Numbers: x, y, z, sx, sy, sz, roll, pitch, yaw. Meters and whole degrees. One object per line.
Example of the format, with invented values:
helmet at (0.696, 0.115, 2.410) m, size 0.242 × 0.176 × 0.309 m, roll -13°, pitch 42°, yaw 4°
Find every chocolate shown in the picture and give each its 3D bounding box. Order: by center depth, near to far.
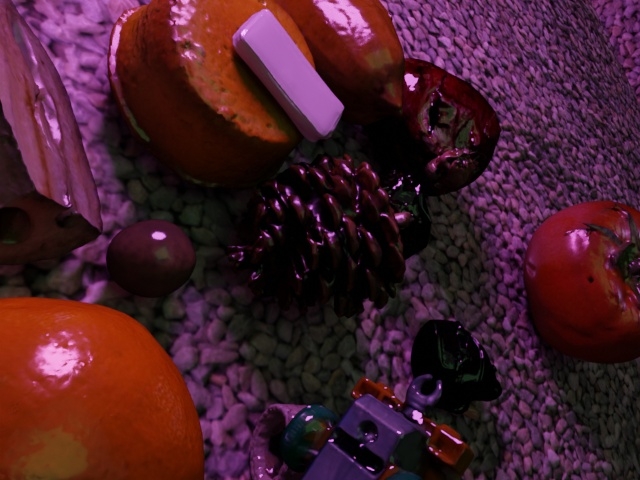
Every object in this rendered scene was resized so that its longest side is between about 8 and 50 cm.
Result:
chocolate at (0.088, -0.040, 1.070) m, size 0.133 × 0.156 × 0.156 m, roll -5°, pitch 75°, yaw -24°

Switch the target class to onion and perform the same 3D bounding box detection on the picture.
onion at (0.199, -0.212, 1.169) m, size 0.281 × 0.221 × 0.281 m, roll 40°, pitch 31°, yaw -31°

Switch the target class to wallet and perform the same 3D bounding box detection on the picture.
wallet at (-0.039, -0.220, 0.863) m, size 0.190 × 0.033 × 0.095 m, roll 51°, pitch 46°, yaw -22°

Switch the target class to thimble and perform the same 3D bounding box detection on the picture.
thimble at (-0.032, 0.278, 0.836) m, size 0.090 × 0.102 × 0.115 m, roll 20°, pitch 98°, yaw -34°

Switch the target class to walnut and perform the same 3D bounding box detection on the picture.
walnut at (0.034, -0.309, 1.043) m, size 0.209 × 0.209 × 0.336 m, roll -4°, pitch 49°, yaw -42°

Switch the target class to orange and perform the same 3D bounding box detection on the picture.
orange at (-0.251, 0.198, 0.544) m, size 0.312 × 0.312 × 0.312 m, roll 17°, pitch 62°, yaw -36°

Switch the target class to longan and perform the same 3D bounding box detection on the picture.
longan at (-0.215, 0.018, 0.795) m, size 0.106 × 0.106 × 0.119 m, roll -7°, pitch 38°, yaw -43°

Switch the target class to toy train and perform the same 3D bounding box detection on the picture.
toy train at (0.031, 0.353, 0.740) m, size 0.429 × 0.178 × 0.249 m, roll -54°, pitch 136°, yaw -11°

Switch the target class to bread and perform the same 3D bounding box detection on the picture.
bread at (-0.141, -0.221, 0.899) m, size 0.312 × 0.172 × 0.312 m, roll 17°, pitch 64°, yaw -38°

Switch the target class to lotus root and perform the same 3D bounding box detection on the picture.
lotus root at (-0.374, -0.127, 0.693) m, size 0.210 × 0.142 × 0.314 m, roll 29°, pitch 39°, yaw -77°

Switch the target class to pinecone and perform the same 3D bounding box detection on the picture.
pinecone at (0.002, -0.012, 0.906) m, size 0.257 × 0.243 × 0.243 m, roll 15°, pitch 61°, yaw -13°

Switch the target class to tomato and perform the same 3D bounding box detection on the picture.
tomato at (0.574, 0.092, 1.346) m, size 0.341 × 0.273 × 0.341 m, roll 9°, pitch 69°, yaw -24°

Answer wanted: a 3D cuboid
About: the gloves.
gloves at (0.251, 0.227, 1.111) m, size 0.203 × 0.124 × 0.164 m, roll 14°, pitch 82°, yaw -29°
